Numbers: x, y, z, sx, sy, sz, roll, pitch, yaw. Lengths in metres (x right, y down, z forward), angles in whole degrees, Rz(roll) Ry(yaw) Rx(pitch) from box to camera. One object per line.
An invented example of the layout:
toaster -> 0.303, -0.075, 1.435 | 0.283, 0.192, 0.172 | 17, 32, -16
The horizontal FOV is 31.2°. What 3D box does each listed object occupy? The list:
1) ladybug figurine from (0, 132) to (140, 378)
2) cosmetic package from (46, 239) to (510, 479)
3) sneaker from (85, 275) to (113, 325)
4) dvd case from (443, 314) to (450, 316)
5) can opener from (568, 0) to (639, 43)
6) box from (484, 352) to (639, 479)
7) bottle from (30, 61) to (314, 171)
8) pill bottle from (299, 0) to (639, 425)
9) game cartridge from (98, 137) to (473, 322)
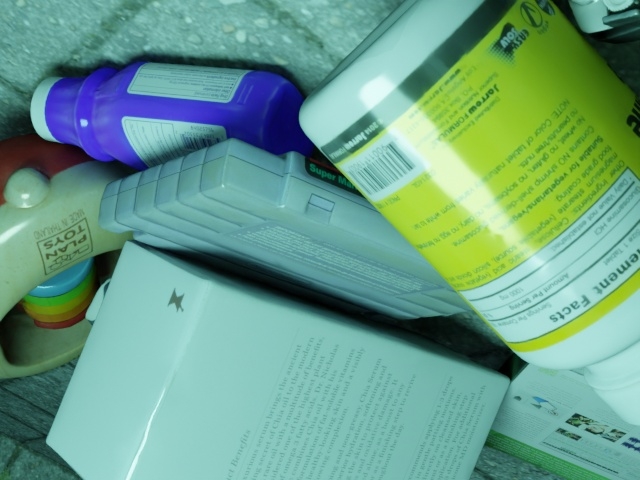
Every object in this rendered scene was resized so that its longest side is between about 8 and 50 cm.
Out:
ladybug figurine -> -0.320, 0.013, 1.307 | 0.162, 0.305, 0.449 | 55, 158, 15
cosmetic package -> -0.028, 0.179, 1.216 | 0.453, 0.230, 0.161 | 22, -178, -41
sneaker -> -0.137, 0.089, 1.313 | 0.153, 0.235, 0.094 | 41, 114, 18
dvd case -> 0.127, 0.003, 1.169 | 0.179, 0.029, 0.239 | 32, 153, -17
can opener -> 0.270, -0.183, 0.686 | 0.093, 0.074, 0.280 | 0, 175, -42
box -> 0.319, 0.213, 1.378 | 0.232, 0.058, 0.322 | 23, 152, 1
bottle -> -0.149, -0.115, 1.099 | 0.283, 0.092, 0.118 | 8, 152, 28
pill bottle -> 0.160, -0.032, 0.817 | 0.334, 0.188, 0.188 | 46, 149, -9
game cartridge -> 0.000, 0.000, 1.081 | 0.355, 0.068, 0.230 | 21, 156, -34
